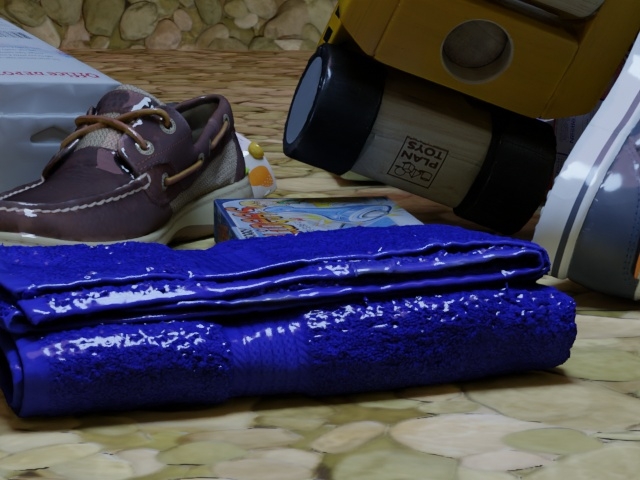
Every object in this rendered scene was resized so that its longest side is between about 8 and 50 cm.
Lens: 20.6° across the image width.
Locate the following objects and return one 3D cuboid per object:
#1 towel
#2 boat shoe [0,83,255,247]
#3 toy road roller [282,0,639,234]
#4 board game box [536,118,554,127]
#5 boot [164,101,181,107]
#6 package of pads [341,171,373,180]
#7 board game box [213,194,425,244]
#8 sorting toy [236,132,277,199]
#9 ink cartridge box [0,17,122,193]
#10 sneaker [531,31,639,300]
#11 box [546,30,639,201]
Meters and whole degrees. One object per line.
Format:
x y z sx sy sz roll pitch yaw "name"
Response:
-0.036 0.028 0.982 0.308 0.076 0.227 -3 11 -17 "towel"
-0.150 -0.054 1.307 0.123 0.123 0.342 5 11 26 "boat shoe"
0.106 -0.190 1.356 0.202 0.329 0.241 19 34 -13 "toy road roller"
0.201 -0.187 1.609 0.224 0.097 0.303 -13 50 -14 "board game box"
-0.249 -0.109 1.719 0.222 0.118 0.338 -1 21 -24 "boot"
0.112 -0.126 1.768 0.229 0.101 0.296 -2 11 -7 "package of pads"
0.000 0.000 1.251 0.136 0.035 0.201 -2 10 -9 "board game box"
-0.094 -0.061 1.549 0.083 0.045 0.075 33 53 31 "sorting toy"
-0.267 -0.094 1.400 0.128 0.127 0.176 -4 24 -45 "ink cartridge box"
0.257 -0.083 1.192 0.127 0.126 0.321 22 60 14 "sneaker"
0.271 -0.139 1.386 0.122 0.257 0.128 0 10 -27 "box"
